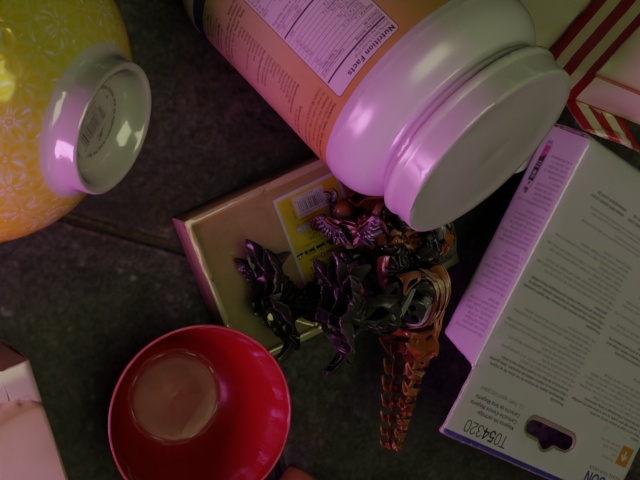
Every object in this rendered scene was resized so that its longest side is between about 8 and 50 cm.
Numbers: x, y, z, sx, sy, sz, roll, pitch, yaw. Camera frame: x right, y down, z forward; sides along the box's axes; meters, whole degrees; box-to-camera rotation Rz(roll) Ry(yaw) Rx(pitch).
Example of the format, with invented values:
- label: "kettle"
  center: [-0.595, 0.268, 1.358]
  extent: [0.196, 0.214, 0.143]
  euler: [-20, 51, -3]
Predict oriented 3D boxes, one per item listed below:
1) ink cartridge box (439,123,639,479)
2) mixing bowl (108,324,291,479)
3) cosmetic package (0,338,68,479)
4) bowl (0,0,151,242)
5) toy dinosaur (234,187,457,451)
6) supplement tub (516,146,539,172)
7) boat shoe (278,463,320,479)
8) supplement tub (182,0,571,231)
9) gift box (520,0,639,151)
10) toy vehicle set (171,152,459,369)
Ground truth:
- label: "ink cartridge box"
  center: [0.276, 0.086, 1.735]
  extent: [0.324, 0.071, 0.330]
  euler: [28, 91, -43]
- label: "mixing bowl"
  center: [-0.128, 0.161, 1.591]
  extent: [0.181, 0.098, 0.181]
  euler: [-3, 99, -20]
- label: "cosmetic package"
  center: [-0.307, 0.266, 1.519]
  extent: [0.160, 0.113, 0.309]
  euler: [-22, 107, -20]
- label: "bowl"
  center: [-0.238, -0.116, 1.389]
  extent: [0.289, 0.156, 0.289]
  euler: [-50, 151, -41]
- label: "toy dinosaur"
  center: [0.063, 0.041, 1.605]
  extent: [0.218, 0.164, 0.322]
  euler: [-12, 81, -39]
- label: "supplement tub"
  center: [0.169, -0.106, 1.689]
  extent: [0.071, 0.107, 0.071]
  euler: [-4, 99, -24]
- label: "boat shoe"
  center: [0.079, 0.322, 1.701]
  extent: [0.324, 0.122, 0.120]
  euler: [25, 83, -26]
- label: "supplement tub"
  center: [0.049, -0.184, 1.485]
  extent: [0.228, 0.228, 0.316]
  euler: [-37, 70, -16]
- label: "gift box"
  center: [0.293, -0.263, 1.602]
  extent: [0.276, 0.258, 0.255]
  euler: [25, 55, -11]
- label: "toy vehicle set"
  center: [0.000, 0.000, 1.665]
  extent: [0.267, 0.035, 0.166]
  euler: [-25, 107, -20]
